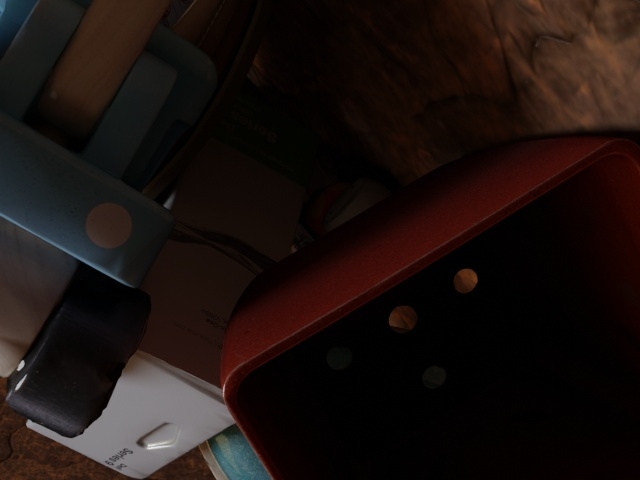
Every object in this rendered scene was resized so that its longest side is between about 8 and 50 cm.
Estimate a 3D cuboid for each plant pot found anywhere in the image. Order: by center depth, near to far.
[{"bbox_3d":[0.088,0.086,0.807,0.267,0.267,0.236,61,175,-21],"label":"plant pot"}]

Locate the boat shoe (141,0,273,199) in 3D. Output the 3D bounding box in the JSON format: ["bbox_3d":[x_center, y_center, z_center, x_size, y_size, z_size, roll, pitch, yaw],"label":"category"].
[{"bbox_3d":[-0.153,-0.100,0.992,0.104,0.307,0.111,30,-168,-20],"label":"boat shoe"}]

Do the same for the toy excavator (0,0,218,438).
[{"bbox_3d":[-0.140,-0.118,0.759,0.222,0.445,0.433,30,177,-14],"label":"toy excavator"}]

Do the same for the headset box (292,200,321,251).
[{"bbox_3d":[0.000,0.000,1.227,0.062,0.032,0.083,49,164,18],"label":"headset box"}]

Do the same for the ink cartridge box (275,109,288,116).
[{"bbox_3d":[-0.140,-0.078,1.222,0.224,0.056,0.181,23,137,23],"label":"ink cartridge box"}]

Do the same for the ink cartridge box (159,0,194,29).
[{"bbox_3d":[-0.274,-0.198,1.113,0.272,0.309,0.130,42,159,39],"label":"ink cartridge box"}]

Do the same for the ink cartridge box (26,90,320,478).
[{"bbox_3d":[-0.126,0.035,1.076,0.121,0.289,0.211,29,141,-19],"label":"ink cartridge box"}]

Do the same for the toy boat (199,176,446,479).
[{"bbox_3d":[0.022,0.103,1.075,0.148,0.267,0.318,-165,74,-75],"label":"toy boat"}]
